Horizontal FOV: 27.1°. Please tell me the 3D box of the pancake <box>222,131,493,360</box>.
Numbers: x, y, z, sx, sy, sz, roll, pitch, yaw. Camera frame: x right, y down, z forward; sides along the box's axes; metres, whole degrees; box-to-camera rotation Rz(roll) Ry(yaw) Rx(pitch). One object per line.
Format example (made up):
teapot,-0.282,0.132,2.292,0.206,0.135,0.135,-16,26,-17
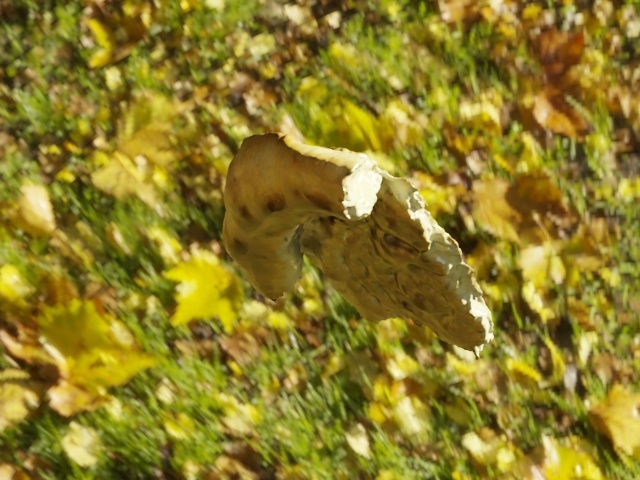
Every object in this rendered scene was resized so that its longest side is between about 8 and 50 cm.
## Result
pancake,0.001,0.000,0.879,0.212,0.257,0.056,19,66,37
